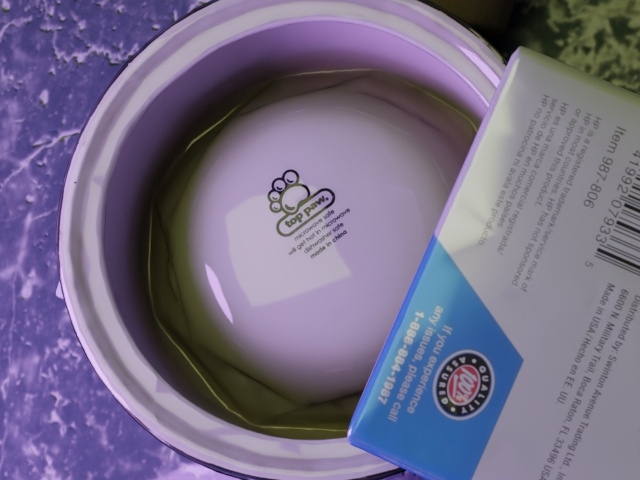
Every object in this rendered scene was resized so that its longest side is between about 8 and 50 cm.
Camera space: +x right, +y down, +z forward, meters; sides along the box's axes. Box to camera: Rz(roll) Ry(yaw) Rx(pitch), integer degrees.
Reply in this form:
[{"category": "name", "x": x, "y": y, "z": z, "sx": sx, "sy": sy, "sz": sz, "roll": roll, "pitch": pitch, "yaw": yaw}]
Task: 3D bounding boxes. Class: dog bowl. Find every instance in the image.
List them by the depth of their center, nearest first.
[{"category": "dog bowl", "x": 0.000, "y": 0.000, "z": 1.171, "sx": 0.407, "sy": 0.150, "sz": 0.408, "roll": -1, "pitch": 80, "yaw": 7}]

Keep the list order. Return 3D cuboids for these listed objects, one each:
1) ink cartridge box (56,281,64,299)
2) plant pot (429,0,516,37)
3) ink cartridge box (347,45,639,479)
[{"category": "ink cartridge box", "x": -0.128, "y": 0.010, "z": 1.336, "sx": 0.208, "sy": 0.087, "sz": 0.153, "roll": 11, "pitch": 80, "yaw": 30}, {"category": "plant pot", "x": 0.093, "y": -0.298, "z": 1.238, "sx": 0.263, "sy": 0.263, "sz": 0.229, "roll": 5, "pitch": 93, "yaw": 30}, {"category": "ink cartridge box", "x": 0.253, "y": 0.085, "z": 0.973, "sx": 0.394, "sy": 0.166, "sz": 0.286, "roll": 24, "pitch": 87, "yaw": 5}]
